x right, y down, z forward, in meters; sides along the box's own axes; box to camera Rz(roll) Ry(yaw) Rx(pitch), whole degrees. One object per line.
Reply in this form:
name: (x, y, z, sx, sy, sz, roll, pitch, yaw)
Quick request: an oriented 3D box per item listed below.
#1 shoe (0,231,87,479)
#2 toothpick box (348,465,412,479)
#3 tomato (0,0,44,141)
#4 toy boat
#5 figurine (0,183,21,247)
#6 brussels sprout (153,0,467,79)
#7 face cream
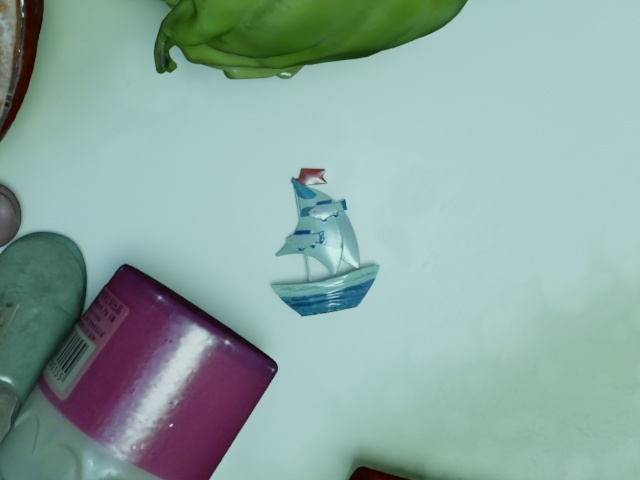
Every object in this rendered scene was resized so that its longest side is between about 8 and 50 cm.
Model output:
shoe: (-0.297, 0.112, 0.663, 0.103, 0.100, 0.251, 13, 87, 3)
toothpick box: (0.173, 0.355, 0.660, 0.333, 0.204, 0.204, 16, 95, -2)
tomato: (-0.370, -0.209, 0.601, 0.338, 0.144, 0.339, 2, 111, 6)
toy boat: (0.010, 0.006, 0.713, 0.105, 0.034, 0.149, 12, 82, 0)
figurine: (-0.324, -0.023, 0.675, 0.067, 0.083, 0.071, 30, 83, -47)
brussels sprout: (-0.019, -0.347, 0.532, 0.361, 0.342, 0.426, -23, 101, -27)
face cream: (-0.159, 0.145, 0.627, 0.175, 0.175, 0.195, 35, 83, -5)
